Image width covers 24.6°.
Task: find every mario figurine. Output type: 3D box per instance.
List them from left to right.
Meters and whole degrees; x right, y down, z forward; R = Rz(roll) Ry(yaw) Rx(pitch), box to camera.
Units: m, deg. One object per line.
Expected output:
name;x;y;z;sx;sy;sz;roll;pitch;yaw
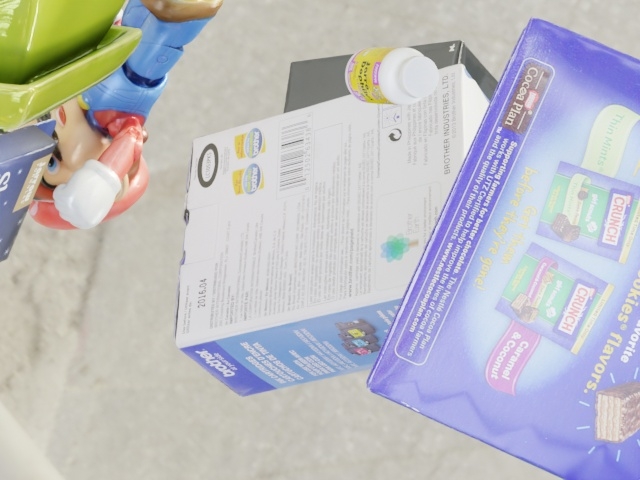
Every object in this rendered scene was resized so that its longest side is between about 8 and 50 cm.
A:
mario figurine;-0.219;-0.141;1.376;0.320;0.170;0.198;-59;179;32

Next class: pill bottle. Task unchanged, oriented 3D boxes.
pill bottle;0.055;-0.124;1.107;0.043;0.083;0.043;-3;98;-26

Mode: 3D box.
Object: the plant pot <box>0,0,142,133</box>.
plant pot;-0.237;-0.196;0.964;0.228;0.227;0.207;-52;148;-67

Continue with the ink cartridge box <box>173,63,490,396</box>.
ink cartridge box;0.000;0.000;1.558;0.395;0.270;0.151;-13;146;23

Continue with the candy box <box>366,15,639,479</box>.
candy box;0.227;0.041;0.969;0.122;0.317;0.268;2;113;-84

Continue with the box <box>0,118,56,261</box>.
box;-0.304;-0.023;1.257;0.225;0.036;0.136;-33;155;-58

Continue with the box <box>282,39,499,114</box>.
box;0.107;-0.177;2.005;0.184;0.261;0.103;38;55;-52
